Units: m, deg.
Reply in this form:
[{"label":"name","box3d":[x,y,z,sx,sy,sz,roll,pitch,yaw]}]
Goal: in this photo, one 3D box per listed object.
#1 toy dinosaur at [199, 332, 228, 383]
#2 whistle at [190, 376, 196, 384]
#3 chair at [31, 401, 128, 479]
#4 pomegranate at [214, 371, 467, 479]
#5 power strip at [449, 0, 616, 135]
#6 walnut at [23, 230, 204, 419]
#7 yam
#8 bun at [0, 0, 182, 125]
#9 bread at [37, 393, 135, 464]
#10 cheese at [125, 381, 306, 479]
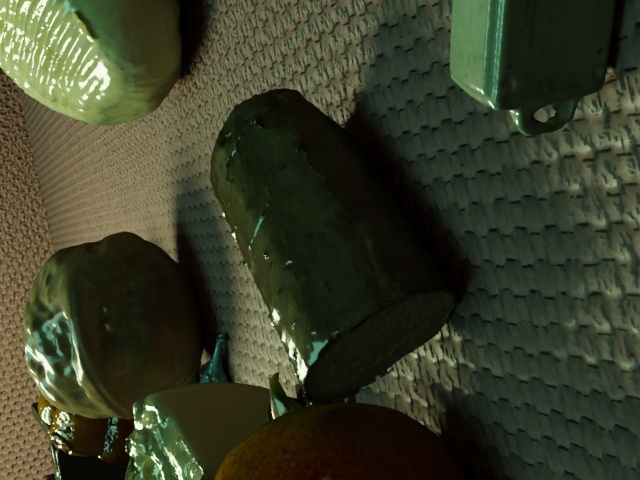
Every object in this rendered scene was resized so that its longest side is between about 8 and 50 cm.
[{"label":"toy dinosaur","box3d":[-0.149,0.208,1.394,0.080,0.045,0.197,-107,25,-47]},{"label":"whistle","box3d":[-0.304,0.138,1.646,0.289,0.163,0.164,21,132,19]},{"label":"chair","box3d":[-0.346,0.428,1.750,0.416,0.240,0.203,-144,47,-60]},{"label":"pomegranate","box3d":[0.014,0.216,0.773,0.221,0.220,0.257,107,154,-53]},{"label":"power strip","box3d":[0.107,-0.183,0.467,0.052,0.078,0.272,-130,33,-53]},{"label":"walnut","box3d":[-0.300,0.126,1.434,0.227,0.273,0.273,126,127,-67]},{"label":"yam","box3d":[0.000,-0.001,0.774,0.238,0.129,0.128,59,150,36]},{"label":"bun","box3d":[-0.292,-0.308,1.224,0.361,0.213,0.361,34,151,22]},{"label":"bread","box3d":[-0.354,0.273,1.669,0.232,0.246,0.135,30,115,40]},{"label":"cheese","box3d":[-0.091,0.255,1.034,0.266,0.233,0.127,43,130,52]}]
